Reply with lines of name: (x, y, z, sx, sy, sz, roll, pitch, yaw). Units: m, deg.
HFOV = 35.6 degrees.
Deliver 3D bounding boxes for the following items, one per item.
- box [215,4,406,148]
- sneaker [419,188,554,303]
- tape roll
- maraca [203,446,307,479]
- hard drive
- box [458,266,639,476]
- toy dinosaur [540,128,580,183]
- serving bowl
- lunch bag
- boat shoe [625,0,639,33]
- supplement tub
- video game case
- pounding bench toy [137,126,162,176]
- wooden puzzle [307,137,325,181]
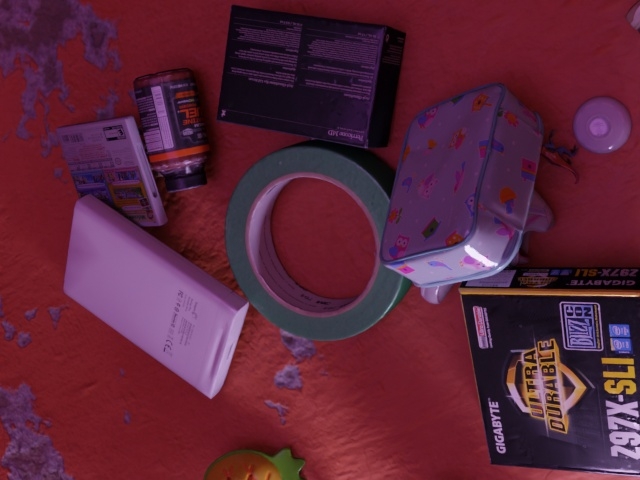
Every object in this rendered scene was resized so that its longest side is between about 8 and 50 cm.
box: (-0.017, -0.253, 1.549, 0.261, 0.103, 0.184, 13, 98, 22)
sneaker: (0.249, 0.016, 1.493, 0.111, 0.103, 0.252, 46, 116, 11)
tape roll: (0.000, 0.000, 1.610, 0.321, 0.077, 0.321, 7, 107, 24)
maraca: (-0.115, 0.426, 1.757, 0.185, 0.099, 0.127, -10, 102, 0)
hard drive: (-0.299, 0.100, 1.758, 0.353, 0.047, 0.233, 33, 131, 15)
box: (0.354, 0.191, 1.449, 0.257, 0.079, 0.322, -1, 119, 23)
toy dinosaur: (0.332, -0.132, 1.440, 0.082, 0.090, 0.047, 11, 125, -23)
serving bowl: (0.400, -0.164, 1.425, 0.083, 0.027, 0.083, 6, 105, 23)
lunch bag: (0.194, -0.076, 1.409, 0.108, 0.279, 0.224, 30, 152, -26)
boat shoe: (0.536, -0.346, 1.287, 0.285, 0.103, 0.092, -35, 91, 30)
supplement tub: (-0.244, -0.183, 1.674, 0.106, 0.106, 0.198, -8, 99, 26)
video game case: (-0.366, -0.115, 1.741, 0.212, 0.023, 0.193, -1, 111, 42)
pounding bench toy: (-0.297, -0.155, 1.733, 0.083, 0.052, 0.065, 30, 112, 16)
wooden puzzle: (0.014, -0.158, 1.611, 0.078, 0.014, 0.116, -17, 93, 27)
